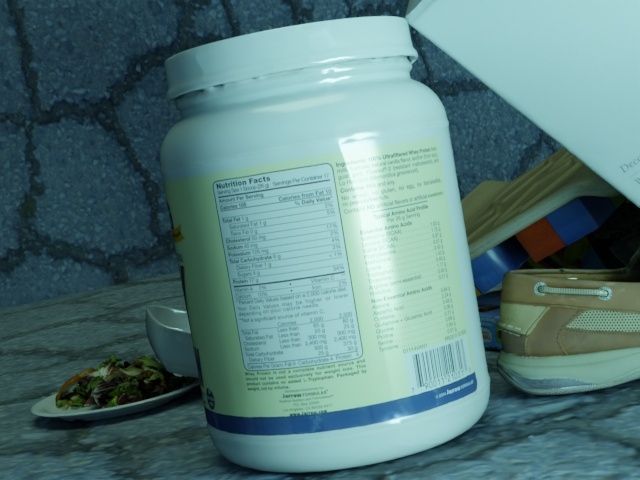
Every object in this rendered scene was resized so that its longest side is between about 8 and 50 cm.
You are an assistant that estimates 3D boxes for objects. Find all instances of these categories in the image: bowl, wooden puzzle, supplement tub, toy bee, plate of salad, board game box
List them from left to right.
[{"bbox_3d":[-0.219,0.156,1.207,0.200,0.048,0.200,-9,4,1],"label":"plate of salad"},{"bbox_3d":[-0.124,0.118,1.208,0.142,0.053,0.142,12,4,-17],"label":"bowl"},{"bbox_3d":[0.000,0.000,0.890,0.235,0.324,0.235,-10,4,1],"label":"supplement tub"},{"bbox_3d":[0.223,0.083,1.224,0.160,0.039,0.211,-12,5,-24],"label":"board game box"},{"bbox_3d":[0.266,-0.045,1.277,0.348,0.080,0.322,-29,7,45],"label":"wooden puzzle"},{"bbox_3d":[0.387,-0.018,1.387,0.298,0.162,0.195,-9,2,17],"label":"toy bee"}]

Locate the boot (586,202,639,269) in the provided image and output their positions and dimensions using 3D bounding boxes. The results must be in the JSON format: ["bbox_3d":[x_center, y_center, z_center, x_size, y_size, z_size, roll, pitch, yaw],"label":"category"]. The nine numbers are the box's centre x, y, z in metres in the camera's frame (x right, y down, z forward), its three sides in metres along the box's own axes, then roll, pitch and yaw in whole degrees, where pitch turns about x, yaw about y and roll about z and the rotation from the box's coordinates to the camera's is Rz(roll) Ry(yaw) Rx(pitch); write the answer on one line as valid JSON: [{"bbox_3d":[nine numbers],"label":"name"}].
[{"bbox_3d":[0.441,0.018,1.165,0.223,0.118,0.338,-32,26,-4],"label":"boot"}]

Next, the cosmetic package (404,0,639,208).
[{"bbox_3d":[0.307,-0.166,0.984,0.161,0.453,0.230,-40,22,39],"label":"cosmetic package"}]

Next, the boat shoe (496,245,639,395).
[{"bbox_3d":[0.307,0.049,0.933,0.324,0.116,0.123,-9,4,-3],"label":"boat shoe"}]
